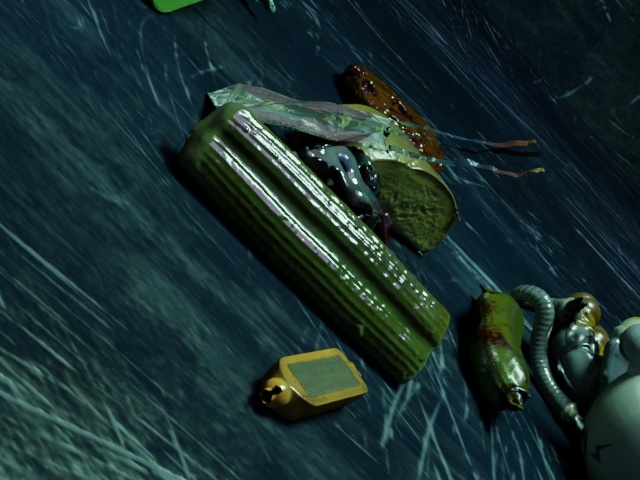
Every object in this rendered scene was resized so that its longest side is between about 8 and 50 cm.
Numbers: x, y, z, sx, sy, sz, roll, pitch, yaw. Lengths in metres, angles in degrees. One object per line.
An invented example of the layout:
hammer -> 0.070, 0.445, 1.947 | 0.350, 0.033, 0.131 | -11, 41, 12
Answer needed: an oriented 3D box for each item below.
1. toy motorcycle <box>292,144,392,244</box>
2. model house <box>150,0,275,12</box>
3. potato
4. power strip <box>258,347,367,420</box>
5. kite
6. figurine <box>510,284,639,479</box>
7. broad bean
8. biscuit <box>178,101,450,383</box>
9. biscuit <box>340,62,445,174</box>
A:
toy motorcycle -> -0.002, -0.038, 1.569 | 0.213, 0.082, 0.122 | -2, 62, -51
model house -> -0.164, -0.392, 1.852 | 0.300, 0.340, 0.323 | -26, 43, -33
potato -> 0.066, -0.090, 1.818 | 0.243, 0.098, 0.138 | 31, 23, -48
power strip -> -0.010, 0.120, 1.299 | 0.049, 0.028, 0.178 | 54, 18, 13
kite -> 0.056, -0.117, 1.655 | 0.360, 0.022, 0.204 | 11, 16, 1
figurine -> 0.376, 0.200, 1.838 | 0.261, 0.186, 0.382 | 52, 8, -30
broad bean -> 0.200, 0.112, 1.776 | 0.077, 0.061, 0.339 | 53, 17, -15
biscuit -> 0.000, 0.000, 1.479 | 0.322, 0.099, 0.038 | 46, -27, -16
biscuit -> 0.102, -0.166, 2.139 | 0.192, 0.049, 0.192 | 48, 14, -16
